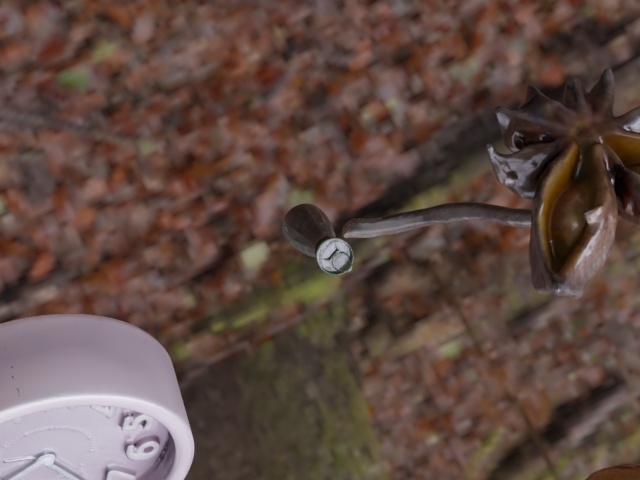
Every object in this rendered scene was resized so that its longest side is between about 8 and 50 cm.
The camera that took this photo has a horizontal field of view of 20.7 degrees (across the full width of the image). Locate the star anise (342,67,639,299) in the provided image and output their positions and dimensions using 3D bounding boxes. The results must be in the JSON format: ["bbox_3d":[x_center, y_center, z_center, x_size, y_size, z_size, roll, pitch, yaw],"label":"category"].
[{"bbox_3d":[0.110,0.000,0.975,0.148,0.218,0.227,-58,169,-24],"label":"star anise"}]

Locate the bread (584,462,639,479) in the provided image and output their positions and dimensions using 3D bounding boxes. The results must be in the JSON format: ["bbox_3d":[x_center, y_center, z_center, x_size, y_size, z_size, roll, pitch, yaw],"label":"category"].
[{"bbox_3d":[0.153,0.183,0.546,0.121,0.245,0.174,-37,153,-18],"label":"bread"}]

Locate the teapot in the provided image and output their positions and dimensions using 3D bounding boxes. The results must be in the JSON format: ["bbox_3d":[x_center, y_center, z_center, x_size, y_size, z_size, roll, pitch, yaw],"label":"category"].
[{"bbox_3d":[0.000,0.000,1.508,0.042,0.043,0.110,-24,-161,-9],"label":"teapot"}]

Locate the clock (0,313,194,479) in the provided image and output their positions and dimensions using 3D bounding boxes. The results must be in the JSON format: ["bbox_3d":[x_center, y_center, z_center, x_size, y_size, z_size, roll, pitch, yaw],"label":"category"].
[{"bbox_3d":[-0.187,0.134,1.171,0.196,0.068,0.197,-13,144,-10],"label":"clock"}]
